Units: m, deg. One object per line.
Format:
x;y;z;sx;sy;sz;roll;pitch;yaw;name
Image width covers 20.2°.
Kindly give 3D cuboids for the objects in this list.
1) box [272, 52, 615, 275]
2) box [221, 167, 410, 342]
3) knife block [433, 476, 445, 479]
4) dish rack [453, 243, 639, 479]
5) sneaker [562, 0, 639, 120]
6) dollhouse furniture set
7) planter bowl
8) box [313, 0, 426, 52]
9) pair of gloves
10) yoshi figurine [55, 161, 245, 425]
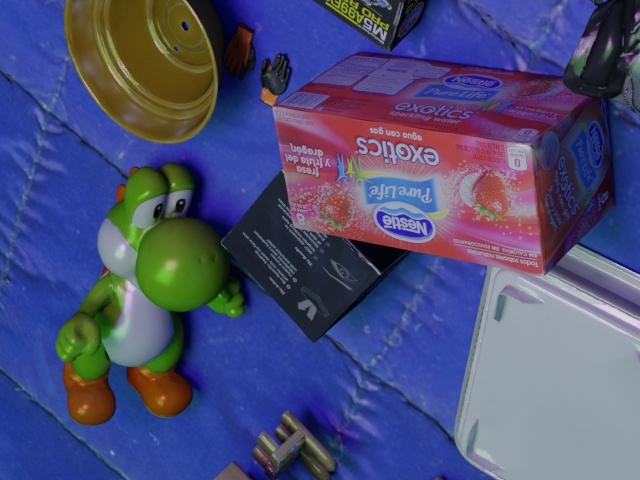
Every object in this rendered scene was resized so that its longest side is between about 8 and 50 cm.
0.121;-0.082;1.771;0.300;0.154;0.142;11;124;34;box
0.000;0.000;1.969;0.156;0.093;0.158;48;136;5;box
0.047;0.409;2.150;0.242;0.088;0.275;2;121;16;knife block
0.267;0.169;1.874;0.286;0.072;0.332;27;133;23;dish rack
0.309;-0.117;1.629;0.153;0.101;0.268;7;115;38;sneaker
-0.071;0.357;2.190;0.161;0.212;0.242;46;163;9;dollhouse furniture set
-0.172;-0.221;1.972;0.217;0.090;0.217;21;128;29;planter bowl
-0.006;-0.331;1.728;0.270;0.060;0.216;36;152;12;box
-0.070;-0.191;1.964;0.083;0.010;0.074;37;135;14;pair of gloves
-0.201;0.083;2.141;0.203;0.203;0.362;22;129;8;yoshi figurine
